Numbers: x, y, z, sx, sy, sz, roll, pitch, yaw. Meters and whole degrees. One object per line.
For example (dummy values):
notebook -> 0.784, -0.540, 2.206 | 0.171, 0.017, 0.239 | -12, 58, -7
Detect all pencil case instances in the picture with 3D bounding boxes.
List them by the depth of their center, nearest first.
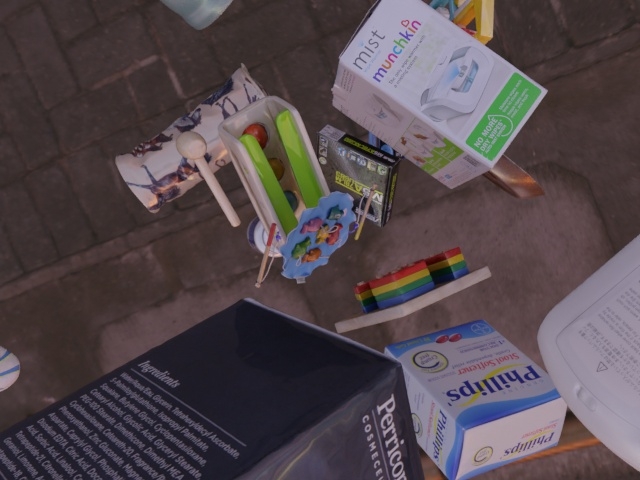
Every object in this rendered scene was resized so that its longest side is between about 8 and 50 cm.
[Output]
pencil case -> -0.292, -0.234, 1.723 | 0.410, 0.160, 0.183 | -34, 46, 7

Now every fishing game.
fishing game -> 0.000, 0.000, 1.285 | 0.041, 0.264, 0.189 | 40, 130, 27

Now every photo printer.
photo printer -> 0.412, 0.105, 0.824 | 0.307, 0.256, 0.107 | -43, 124, 8

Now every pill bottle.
pill bottle -> -0.120, -0.014, 1.868 | 0.112, 0.187, 0.111 | -1, 92, -14

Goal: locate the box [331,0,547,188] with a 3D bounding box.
box -> 0.141, -0.191, 0.994 | 0.231, 0.262, 0.126 | 36, 89, 1

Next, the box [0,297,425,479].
box -> -0.119, 0.274, 0.542 | 0.212, 0.396, 0.293 | 14, 125, 49

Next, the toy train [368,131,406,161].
toy train -> 0.157, -0.262, 1.718 | 0.105, 0.080, 0.184 | 27, 124, 50

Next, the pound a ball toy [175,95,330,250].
pound a ball toy -> -0.117, -0.113, 1.327 | 0.208, 0.136, 0.319 | -34, 128, -13

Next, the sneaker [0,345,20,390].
sneaker -> -0.490, 0.148, 0.965 | 0.126, 0.240, 0.091 | -26, 60, 33

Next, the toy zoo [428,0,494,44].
toy zoo -> 0.286, -0.458, 1.544 | 0.030, 0.293, 0.192 | 6, 71, -21

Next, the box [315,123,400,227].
box -> 0.075, -0.139, 1.601 | 0.191, 0.045, 0.184 | 29, 140, 20

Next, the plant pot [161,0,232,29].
plant pot -> -0.198, -0.496, 1.095 | 0.196, 0.293, 0.293 | 27, 110, -27

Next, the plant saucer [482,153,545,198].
plant saucer -> 0.295, -0.128, 1.260 | 0.199, 0.198, 0.036 | 38, 97, 5

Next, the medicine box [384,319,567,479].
medicine box -> 0.310, 0.321, 1.521 | 0.264, 0.289, 0.149 | -12, 120, -24

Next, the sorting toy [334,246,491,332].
sorting toy -> 0.183, 0.099, 1.578 | 0.255, 0.257, 0.089 | -26, 85, 57
